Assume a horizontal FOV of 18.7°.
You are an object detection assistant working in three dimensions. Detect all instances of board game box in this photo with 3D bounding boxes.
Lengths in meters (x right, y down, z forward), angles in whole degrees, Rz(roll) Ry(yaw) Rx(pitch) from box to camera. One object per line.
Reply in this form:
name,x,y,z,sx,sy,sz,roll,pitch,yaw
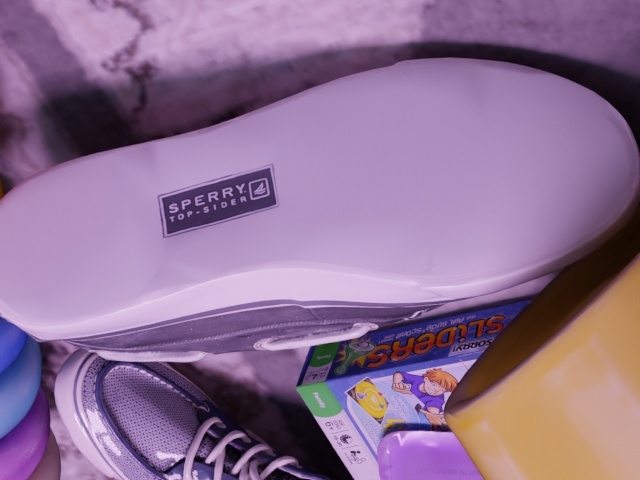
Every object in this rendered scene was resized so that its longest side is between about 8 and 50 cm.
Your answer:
board game box,0.093,0.123,0.995,0.136,0.035,0.201,-14,124,28

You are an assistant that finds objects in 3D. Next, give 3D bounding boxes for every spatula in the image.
spatula,0.091,0.217,1.030,0.084,0.030,0.296,-1,129,17

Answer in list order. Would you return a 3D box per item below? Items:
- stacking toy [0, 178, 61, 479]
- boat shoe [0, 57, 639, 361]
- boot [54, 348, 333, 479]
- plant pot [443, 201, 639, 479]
stacking toy,-0.196,0.004,0.935,0.141,0.141,0.330,12,127,9
boat shoe,0.000,0.000,0.885,0.301,0.108,0.102,-13,157,13
boot,-0.046,0.115,1.003,0.190,0.069,0.086,42,150,-29
plant pot,0.189,0.104,0.821,0.239,0.254,0.254,45,130,-1
